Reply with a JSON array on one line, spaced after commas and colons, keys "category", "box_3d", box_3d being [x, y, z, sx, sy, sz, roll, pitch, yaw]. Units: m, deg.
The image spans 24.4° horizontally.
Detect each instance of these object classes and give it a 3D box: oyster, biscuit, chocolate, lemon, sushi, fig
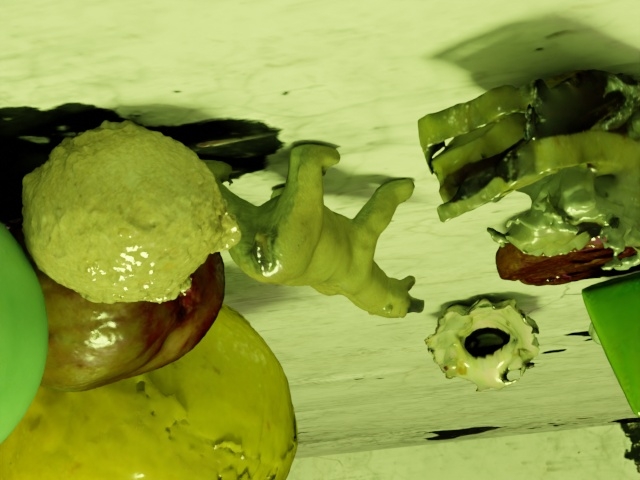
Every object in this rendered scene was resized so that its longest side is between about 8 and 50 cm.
[{"category": "oyster", "box_3d": [0.189, 0.107, 1.678, 0.132, 0.072, 0.209, -2, 147, 15]}, {"category": "biscuit", "box_3d": [0.246, 0.001, 1.293, 0.192, 0.049, 0.192, -11, 169, -2]}, {"category": "chocolate", "box_3d": [0.406, 0.079, 1.384, 0.288, 0.137, 0.301, -15, 170, 12]}, {"category": "lemon", "box_3d": [-0.169, 0.174, 1.385, 0.297, 0.297, 0.297, -4, 166, -1]}, {"category": "sushi", "box_3d": [0.173, -0.038, 0.950, 0.139, 0.131, 0.291, -19, 168, 41]}, {"category": "fig", "box_3d": [-0.213, 0.044, 1.111, 0.274, 0.146, 0.170, -8, 174, 16]}]

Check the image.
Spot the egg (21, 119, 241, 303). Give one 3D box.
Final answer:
[{"category": "egg", "box_3d": [-0.126, -0.017, 0.962, 0.140, 0.116, 0.118, -4, 144, 12]}]

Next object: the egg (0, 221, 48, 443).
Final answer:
[{"category": "egg", "box_3d": [-0.311, 0.054, 0.955, 0.269, 0.220, 0.220, 10, 167, 4]}]

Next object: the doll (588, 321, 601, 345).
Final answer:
[{"category": "doll", "box_3d": [0.373, 0.096, 1.658, 0.103, 0.072, 0.214, 0, 169, -15]}]

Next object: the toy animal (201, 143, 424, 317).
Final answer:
[{"category": "toy animal", "box_3d": [0.000, 0.000, 1.093, 0.103, 0.101, 0.218, -14, 163, 29]}]
